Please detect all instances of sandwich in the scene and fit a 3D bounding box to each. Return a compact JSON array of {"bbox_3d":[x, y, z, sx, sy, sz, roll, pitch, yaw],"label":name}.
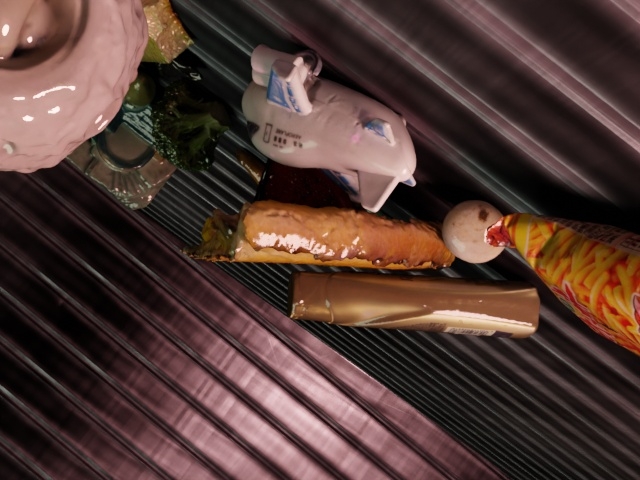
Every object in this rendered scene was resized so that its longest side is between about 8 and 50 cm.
[{"bbox_3d":[-0.273,-0.332,1.107,0.162,0.058,0.193,18,156,48],"label":"sandwich"}]

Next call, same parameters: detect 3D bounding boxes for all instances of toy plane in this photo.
[{"bbox_3d":[0.005,-0.133,0.966,0.267,0.122,0.267,36,168,9],"label":"toy plane"}]

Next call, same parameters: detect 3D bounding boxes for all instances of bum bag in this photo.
[{"bbox_3d":[-0.228,-0.273,1.239,0.058,0.034,0.124,34,171,-38],"label":"bum bag"}]

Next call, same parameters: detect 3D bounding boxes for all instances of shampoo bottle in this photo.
[{"bbox_3d":[0.128,0.089,1.134,0.350,0.084,0.125,4,174,-5],"label":"shampoo bottle"}]

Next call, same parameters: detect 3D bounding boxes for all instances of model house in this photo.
[{"bbox_3d":[-0.373,-0.222,1.468,0.267,0.194,0.325,38,163,-10],"label":"model house"}]

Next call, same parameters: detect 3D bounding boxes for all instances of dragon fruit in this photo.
[{"bbox_3d":[-0.004,-0.073,1.213,0.192,0.122,0.092,37,155,1],"label":"dragon fruit"}]

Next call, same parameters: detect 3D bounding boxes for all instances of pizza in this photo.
[{"bbox_3d":[0.024,0.001,1.080,0.392,0.080,0.435,4,180,-16],"label":"pizza"}]

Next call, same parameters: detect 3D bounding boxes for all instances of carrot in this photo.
[{"bbox_3d":[-0.086,-0.099,1.478,0.191,0.047,0.047,40,166,-17],"label":"carrot"}]

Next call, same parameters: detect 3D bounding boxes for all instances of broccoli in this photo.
[{"bbox_3d":[-0.224,-0.189,1.324,0.138,0.145,0.162,-19,152,26],"label":"broccoli"}]

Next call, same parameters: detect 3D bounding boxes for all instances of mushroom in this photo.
[{"bbox_3d":[0.199,-0.017,1.018,0.085,0.085,0.079,38,-151,-9],"label":"mushroom"}]

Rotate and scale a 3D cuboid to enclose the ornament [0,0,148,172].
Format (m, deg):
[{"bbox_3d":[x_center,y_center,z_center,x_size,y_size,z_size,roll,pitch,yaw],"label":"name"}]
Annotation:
[{"bbox_3d":[-0.362,-0.238,0.847,0.337,0.337,0.337,34,167,9],"label":"ornament"}]

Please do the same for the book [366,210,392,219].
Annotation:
[{"bbox_3d":[0.063,-0.050,1.329,0.135,0.017,0.103,36,166,0],"label":"book"}]

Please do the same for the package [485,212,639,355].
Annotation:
[{"bbox_3d":[0.337,0.057,0.837,0.223,0.108,0.288,40,175,-42],"label":"package"}]
